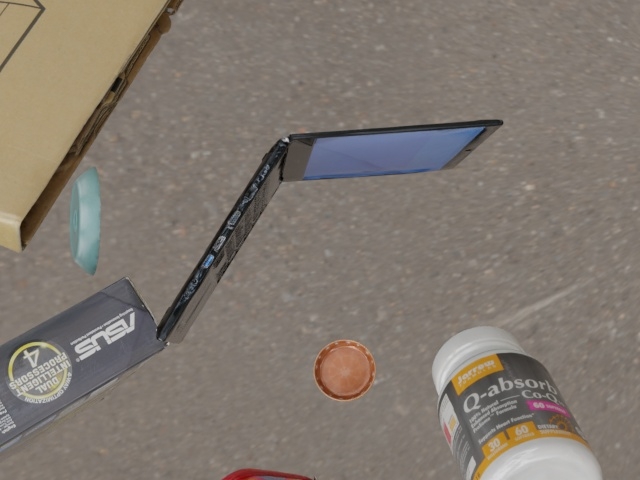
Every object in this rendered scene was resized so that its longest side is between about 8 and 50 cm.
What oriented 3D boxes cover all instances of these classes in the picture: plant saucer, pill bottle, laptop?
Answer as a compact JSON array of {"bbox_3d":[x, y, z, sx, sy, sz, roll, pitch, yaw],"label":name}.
[{"bbox_3d":[0.033,0.173,1.644,0.083,0.013,0.083,-2,73,7],"label":"plant saucer"},{"bbox_3d":[0.242,0.241,1.595,0.162,0.278,0.162,-6,122,-9],"label":"pill bottle"},{"bbox_3d":[-0.256,-0.021,1.339,0.021,0.119,0.119,1,97,-18],"label":"plant saucer"},{"bbox_3d":[0.000,0.000,0.987,0.137,0.234,0.264,32,84,0],"label":"laptop"}]

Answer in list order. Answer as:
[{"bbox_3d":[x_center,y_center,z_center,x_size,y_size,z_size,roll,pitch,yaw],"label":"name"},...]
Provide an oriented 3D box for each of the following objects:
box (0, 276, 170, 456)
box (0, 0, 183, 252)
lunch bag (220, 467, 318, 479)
[{"bbox_3d":[-0.373,0.198,1.278,0.097,0.395,0.318,57,153,5],"label":"box"},{"bbox_3d":[-0.173,-0.096,0.507,0.201,0.164,0.021,22,148,6],"label":"box"},{"bbox_3d":[-0.098,0.468,1.767,0.120,0.258,0.293,43,105,38],"label":"lunch bag"}]
